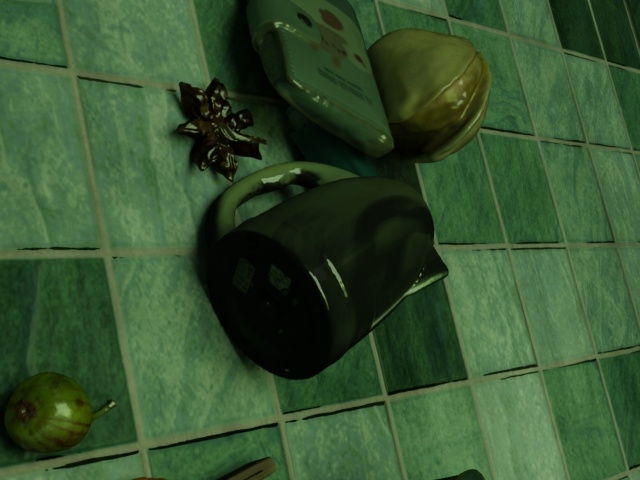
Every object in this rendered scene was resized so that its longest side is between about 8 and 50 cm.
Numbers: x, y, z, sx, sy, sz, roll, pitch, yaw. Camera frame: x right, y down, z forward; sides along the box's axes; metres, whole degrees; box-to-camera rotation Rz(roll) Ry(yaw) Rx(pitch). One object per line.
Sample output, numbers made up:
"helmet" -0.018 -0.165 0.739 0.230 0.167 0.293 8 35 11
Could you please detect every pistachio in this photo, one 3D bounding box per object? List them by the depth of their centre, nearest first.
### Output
"pistachio" 0.180 -0.254 1.812 0.229 0.238 0.321 42 15 -22

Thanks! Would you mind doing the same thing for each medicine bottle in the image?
"medicine bottle" 0.024 -0.106 1.674 0.079 0.124 0.258 -21 78 -51

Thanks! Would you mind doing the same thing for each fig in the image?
"fig" -0.277 0.199 1.190 0.166 0.093 0.093 16 62 -46

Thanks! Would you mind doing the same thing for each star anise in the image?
"star anise" -0.154 -0.164 1.524 0.168 0.057 0.168 19 58 -32

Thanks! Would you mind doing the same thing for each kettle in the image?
"kettle" 0.000 0.000 1.494 0.321 0.228 0.324 36 45 24

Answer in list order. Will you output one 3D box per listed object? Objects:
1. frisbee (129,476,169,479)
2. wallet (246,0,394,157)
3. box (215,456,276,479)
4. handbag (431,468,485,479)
"frisbee" -0.203 0.378 1.234 0.192 0.035 0.192 24 56 -40
"wallet" -0.010 -0.302 1.667 0.252 0.083 0.360 24 37 -34
"box" -0.109 0.314 1.363 0.115 0.048 0.025 -15 81 -52
"handbag" 0.112 0.448 1.408 0.222 0.241 0.263 60 38 -10
